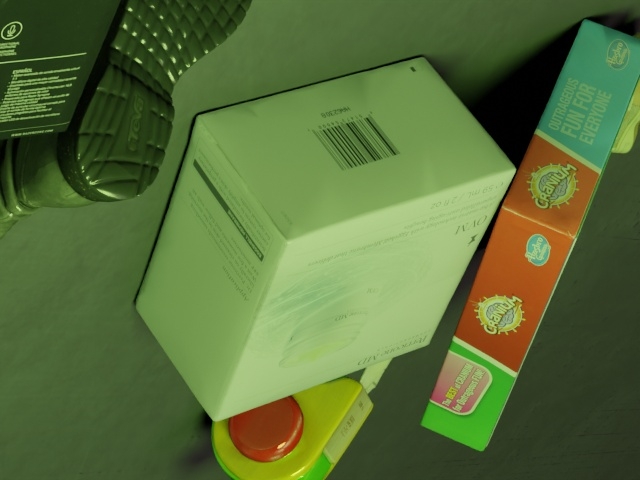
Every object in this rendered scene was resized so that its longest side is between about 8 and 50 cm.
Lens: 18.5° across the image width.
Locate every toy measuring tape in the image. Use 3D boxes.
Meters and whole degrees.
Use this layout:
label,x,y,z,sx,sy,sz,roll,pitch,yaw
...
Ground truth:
label,x,y,z,sx,sy,sz,roll,pitch,yaw
toy measuring tape,-0.008,0.130,1.822,0.330,0.121,0.121,-56,156,-13

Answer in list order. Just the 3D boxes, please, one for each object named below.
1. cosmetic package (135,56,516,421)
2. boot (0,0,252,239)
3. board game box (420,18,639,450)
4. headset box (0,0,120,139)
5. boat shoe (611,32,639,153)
label,x,y,z,sx,sy,sz,roll,pitch,yaw
cosmetic package,0.000,0.000,1.551,0.224,0.138,0.224,-18,149,-33
boot,-0.145,-0.113,1.248,0.161,0.246,0.083,-12,135,46
board game box,0.186,0.000,1.711,0.316,0.064,0.242,105,10,-50
headset box,-0.217,-0.185,1.009,0.246,0.131,0.283,-12,144,-39
boat shoe,0.265,-0.131,1.756,0.048,0.056,0.153,1,151,-5
